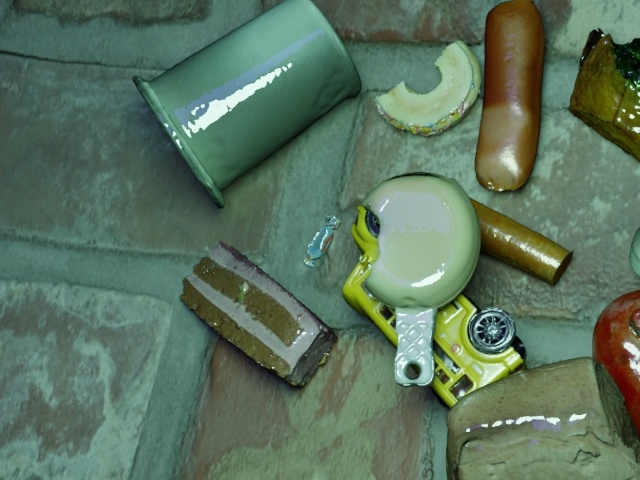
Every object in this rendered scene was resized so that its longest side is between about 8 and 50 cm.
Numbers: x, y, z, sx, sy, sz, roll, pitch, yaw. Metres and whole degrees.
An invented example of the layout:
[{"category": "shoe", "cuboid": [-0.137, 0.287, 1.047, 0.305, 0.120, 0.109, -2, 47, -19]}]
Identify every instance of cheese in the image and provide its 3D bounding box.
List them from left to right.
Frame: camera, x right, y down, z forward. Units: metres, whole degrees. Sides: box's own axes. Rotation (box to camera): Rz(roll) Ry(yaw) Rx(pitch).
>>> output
[{"category": "cheese", "cuboid": [0.125, 0.052, 1.787, 0.163, 0.082, 0.286, 1, 70, 15]}]

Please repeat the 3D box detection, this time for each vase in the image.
[{"category": "vase", "cuboid": [-0.101, -0.222, 2.045, 0.291, 0.245, 0.245, -34, 65, -4]}]

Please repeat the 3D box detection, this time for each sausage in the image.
[{"category": "sausage", "cuboid": [0.278, -0.211, 1.980, 0.089, 0.083, 0.300, 3, 76, 13]}]

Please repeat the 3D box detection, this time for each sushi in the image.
[{"category": "sushi", "cuboid": [0.455, -0.188, 1.875, 0.140, 0.149, 0.287, -47, 59, -5]}]

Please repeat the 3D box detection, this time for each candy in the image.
[{"category": "candy", "cuboid": [-0.001, 0.000, 2.035, 0.030, 0.020, 0.083, 32, 87, 25]}]

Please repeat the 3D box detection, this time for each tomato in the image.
[{"category": "tomato", "cuboid": [0.463, 0.152, 1.791, 0.228, 0.101, 0.228, -5, 71, 14]}]

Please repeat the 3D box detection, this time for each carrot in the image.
[{"category": "carrot", "cuboid": [0.245, -0.011, 1.933, 0.225, 0.067, 0.067, 27, 83, 22]}]

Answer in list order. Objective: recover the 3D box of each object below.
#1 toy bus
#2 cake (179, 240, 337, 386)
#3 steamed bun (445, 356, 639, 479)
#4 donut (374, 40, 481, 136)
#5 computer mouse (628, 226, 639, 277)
[{"category": "toy bus", "cuboid": [0.144, 0.094, 1.888, 0.151, 0.145, 0.331, -42, 65, 0]}, {"category": "cake", "cuboid": [-0.091, 0.113, 2.005, 0.116, 0.113, 0.295, -50, 52, -4]}, {"category": "steamed bun", "cuboid": [0.296, 0.274, 1.724, 0.251, 0.301, 0.199, -16, 31, 20]}, {"category": "donut", "cuboid": [0.173, -0.209, 2.023, 0.166, 0.065, 0.108, -33, 66, 5]}, {"category": "computer mouse", "cuboid": [0.560, -0.033, 1.781, 0.331, 0.095, 0.197, -27, 29, 5]}]
